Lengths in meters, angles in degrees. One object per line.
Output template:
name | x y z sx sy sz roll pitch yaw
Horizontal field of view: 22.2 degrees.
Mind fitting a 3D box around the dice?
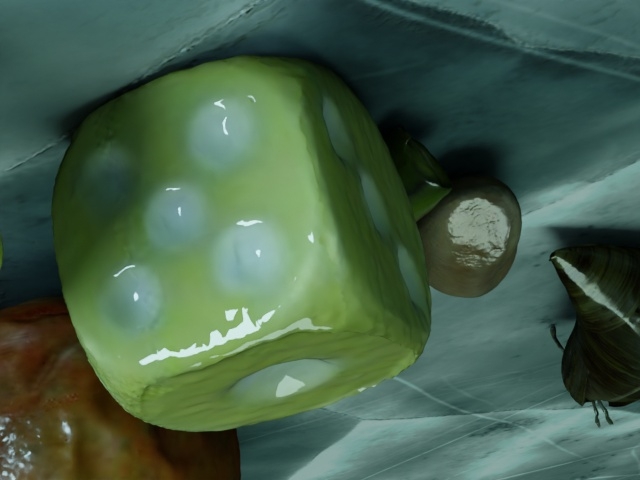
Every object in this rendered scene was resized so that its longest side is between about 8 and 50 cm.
dice | -0.043 0.005 0.941 0.169 0.169 0.166 -20 160 17

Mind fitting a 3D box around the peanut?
peanut | 0.103 -0.006 1.152 0.076 0.076 0.152 -12 162 -4

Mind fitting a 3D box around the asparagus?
asparagus | -0.001 -0.002 1.118 0.067 0.060 0.278 23 143 -28

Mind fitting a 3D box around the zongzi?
zongzi | 0.232 0.070 1.426 0.241 0.111 0.248 18 154 -24

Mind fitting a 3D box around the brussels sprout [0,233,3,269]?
brussels sprout | -0.254 -0.025 0.763 0.223 0.161 0.223 -30 154 -17

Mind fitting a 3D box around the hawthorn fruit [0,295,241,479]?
hawthorn fruit | -0.175 0.151 1.153 0.277 0.277 0.298 15 110 -53
